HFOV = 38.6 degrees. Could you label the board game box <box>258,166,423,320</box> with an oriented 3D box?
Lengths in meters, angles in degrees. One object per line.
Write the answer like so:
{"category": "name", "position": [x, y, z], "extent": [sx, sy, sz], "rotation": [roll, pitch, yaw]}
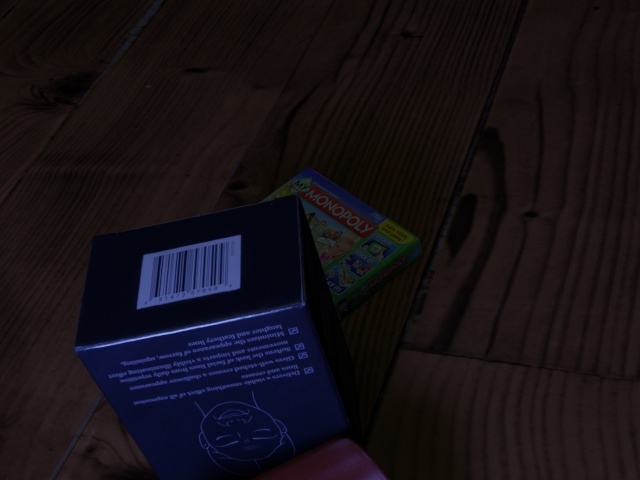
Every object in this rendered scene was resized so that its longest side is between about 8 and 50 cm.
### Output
{"category": "board game box", "position": [0.000, 0.000, 1.665], "extent": [0.213, 0.046, 0.317], "rotation": [-38, 47, -19]}

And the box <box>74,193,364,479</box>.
{"category": "box", "position": [-0.120, 0.168, 1.281], "extent": [0.294, 0.395, 0.212], "rotation": [-11, 43, 6]}

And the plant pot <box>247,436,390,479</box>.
{"category": "plant pot", "position": [-0.033, 0.395, 1.141], "extent": [0.265, 0.272, 0.272], "rotation": [-28, 44, -21]}
